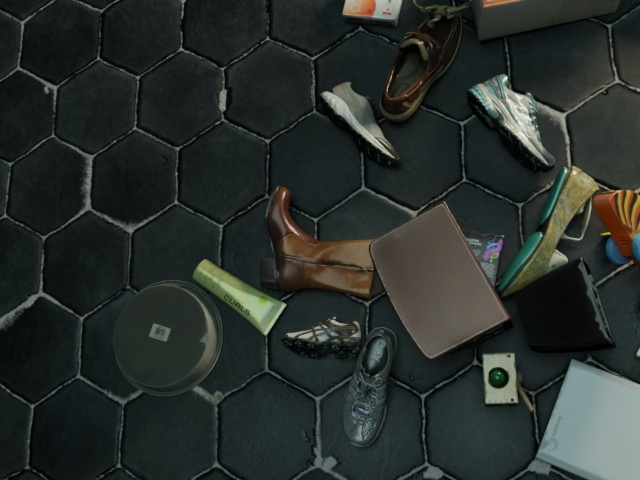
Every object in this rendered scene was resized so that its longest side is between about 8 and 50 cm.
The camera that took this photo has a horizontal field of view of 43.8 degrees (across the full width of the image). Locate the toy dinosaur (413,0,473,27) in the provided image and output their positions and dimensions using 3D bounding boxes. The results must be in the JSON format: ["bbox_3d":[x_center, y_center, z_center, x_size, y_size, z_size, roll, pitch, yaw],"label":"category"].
[{"bbox_3d":[0.290,-0.566,1.972,0.183,0.053,0.092,12,37,38],"label":"toy dinosaur"}]

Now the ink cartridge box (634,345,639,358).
[{"bbox_3d":[0.758,0.255,1.745,0.115,0.029,0.063,31,84,18],"label":"ink cartridge box"}]

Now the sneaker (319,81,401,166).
[{"bbox_3d":[0.113,-0.295,1.992,0.108,0.100,0.271,-37,73,-9],"label":"sneaker"}]

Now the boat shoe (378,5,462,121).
[{"bbox_3d":[0.250,-0.459,1.981,0.123,0.123,0.342,31,78,18],"label":"boat shoe"}]

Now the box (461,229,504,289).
[{"bbox_3d":[0.363,0.059,1.882,0.116,0.029,0.162,10,80,15],"label":"box"}]

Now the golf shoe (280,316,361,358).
[{"bbox_3d":[0.005,0.229,1.904,0.198,0.077,0.094,2,52,17],"label":"golf shoe"}]

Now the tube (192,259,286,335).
[{"bbox_3d":[-0.205,0.132,1.974,0.240,0.062,0.070,33,125,13],"label":"tube"}]

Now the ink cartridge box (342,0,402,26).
[{"bbox_3d":[0.147,-0.659,2.103,0.145,0.045,0.179,9,81,14],"label":"ink cartridge box"}]

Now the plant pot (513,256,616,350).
[{"bbox_3d":[0.530,0.162,1.747,0.167,0.188,0.187,-20,73,19],"label":"plant pot"}]

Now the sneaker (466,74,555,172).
[{"bbox_3d":[0.479,-0.289,1.905,0.122,0.110,0.283,-36,72,-2],"label":"sneaker"}]

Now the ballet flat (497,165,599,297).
[{"bbox_3d":[0.532,-0.004,1.823,0.123,0.123,0.348,28,83,17],"label":"ballet flat"}]

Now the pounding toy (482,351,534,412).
[{"bbox_3d":[0.409,0.315,1.748,0.100,0.141,0.130,-4,75,11],"label":"pounding toy"}]

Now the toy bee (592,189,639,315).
[{"bbox_3d":[0.714,0.005,1.770,0.162,0.298,0.195,-31,32,-25],"label":"toy bee"}]

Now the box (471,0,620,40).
[{"bbox_3d":[0.537,-0.650,1.935,0.345,0.168,0.215,-11,76,5],"label":"box"}]

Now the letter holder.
[{"bbox_3d":[0.265,0.105,1.801,0.214,0.152,0.302,-29,72,7],"label":"letter holder"}]

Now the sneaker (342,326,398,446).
[{"bbox_3d":[0.103,0.329,1.824,0.105,0.115,0.281,9,78,14],"label":"sneaker"}]

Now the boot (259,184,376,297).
[{"bbox_3d":[0.000,0.000,1.942,0.280,0.096,0.264,2,76,12],"label":"boot"}]

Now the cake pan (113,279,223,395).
[{"bbox_3d":[-0.390,0.238,1.988,0.293,0.054,0.293,-3,75,12],"label":"cake pan"}]

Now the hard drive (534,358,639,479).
[{"bbox_3d":[0.672,0.429,1.712,0.353,0.047,0.233,21,81,17],"label":"hard drive"}]
